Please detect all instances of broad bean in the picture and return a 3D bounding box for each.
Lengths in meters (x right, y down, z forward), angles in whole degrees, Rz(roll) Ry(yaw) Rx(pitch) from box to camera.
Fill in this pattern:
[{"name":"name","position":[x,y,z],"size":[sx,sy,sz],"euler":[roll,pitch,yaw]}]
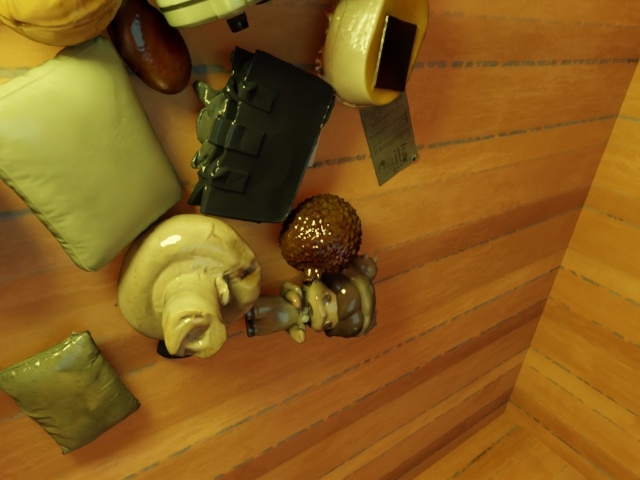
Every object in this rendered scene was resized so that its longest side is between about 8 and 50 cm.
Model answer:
[{"name":"broad bean","position":[-0.277,-0.319,0.749],"size":[0.165,0.084,0.114],"euler":[40,73,-50]}]

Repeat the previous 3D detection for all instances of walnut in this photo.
[{"name":"walnut","position":[-0.345,-0.353,0.598],"size":[0.165,0.165,0.197],"euler":[43,50,-46]}]

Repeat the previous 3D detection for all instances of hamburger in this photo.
[{"name":"hamburger","position":[0.111,-0.431,0.966],"size":[0.227,0.151,0.295],"euler":[10,101,-49]}]

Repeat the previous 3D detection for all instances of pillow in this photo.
[{"name":"pillow","position":[-0.516,0.321,0.947],"size":[0.185,0.075,0.302],"euler":[-28,133,-21]},{"name":"pillow","position":[-0.366,-0.129,0.733],"size":[0.255,0.120,0.322],"euler":[-51,147,-31]}]

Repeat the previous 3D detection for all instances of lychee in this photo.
[{"name":"lychee","position":[0.000,0.000,1.098],"size":[0.200,0.200,0.238],"euler":[34,63,-46]}]

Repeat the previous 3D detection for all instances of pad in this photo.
[{"name":"pad","position":[0.190,-0.286,1.218],"size":[0.159,0.009,0.265],"euler":[-37,133,-16]}]

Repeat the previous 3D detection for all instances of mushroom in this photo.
[{"name":"mushroom","position":[-0.240,0.110,0.889],"size":[0.293,0.290,0.292],"euler":[-14,127,-19]}]

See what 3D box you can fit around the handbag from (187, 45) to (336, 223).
[{"name":"handbag","position":[-0.137,-0.203,0.918],"size":[0.269,0.118,0.325],"euler":[6,110,-50]}]

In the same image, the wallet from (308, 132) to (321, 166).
[{"name":"wallet","position":[-0.030,-0.235,1.052],"size":[0.061,0.025,0.122],"euler":[3,114,-34]}]

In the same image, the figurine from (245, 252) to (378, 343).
[{"name":"figurine","position":[-0.015,0.170,1.206],"size":[0.381,0.203,0.248],"euler":[-10,107,-20]}]

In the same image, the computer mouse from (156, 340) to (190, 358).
[{"name":"computer mouse","position":[-0.304,0.227,1.079],"size":[0.172,0.057,0.099],"euler":[-28,129,-29]}]

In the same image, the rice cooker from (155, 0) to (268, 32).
[{"name":"rice cooker","position":[-0.171,-0.437,0.673],"size":[0.226,0.226,0.244],"euler":[-39,129,-15]}]
